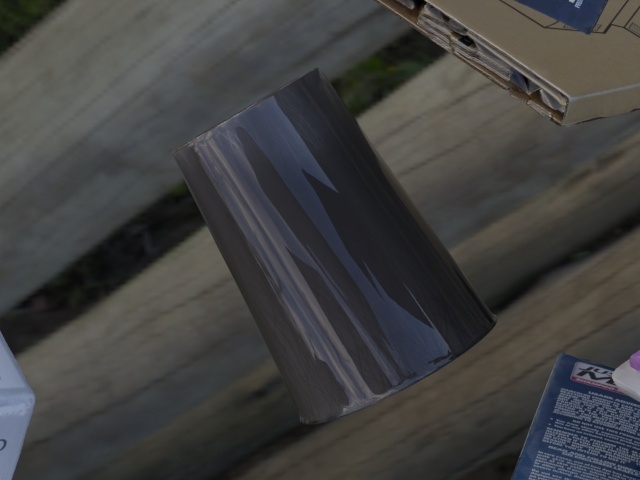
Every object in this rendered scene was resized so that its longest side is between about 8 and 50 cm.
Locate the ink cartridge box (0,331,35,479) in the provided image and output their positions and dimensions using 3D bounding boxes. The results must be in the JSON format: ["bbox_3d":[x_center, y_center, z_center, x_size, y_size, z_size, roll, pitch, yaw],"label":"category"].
[{"bbox_3d":[-0.231,0.071,0.814,0.296,0.066,0.261,53,132,41],"label":"ink cartridge box"}]

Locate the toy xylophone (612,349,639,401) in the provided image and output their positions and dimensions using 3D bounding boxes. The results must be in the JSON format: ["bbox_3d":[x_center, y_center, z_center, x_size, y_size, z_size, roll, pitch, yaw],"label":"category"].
[{"bbox_3d":[0.299,0.167,1.046,0.081,0.236,0.323,9,118,66],"label":"toy xylophone"}]

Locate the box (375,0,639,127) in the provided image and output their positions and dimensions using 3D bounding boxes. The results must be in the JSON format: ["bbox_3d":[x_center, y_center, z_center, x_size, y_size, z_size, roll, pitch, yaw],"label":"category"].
[{"bbox_3d":[0.147,-0.121,1.039,0.164,0.201,0.021,39,131,39],"label":"box"}]

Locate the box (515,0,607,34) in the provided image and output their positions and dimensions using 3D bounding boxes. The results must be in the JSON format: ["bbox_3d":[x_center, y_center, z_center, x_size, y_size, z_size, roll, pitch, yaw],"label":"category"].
[{"bbox_3d":[0.095,-0.174,0.639,0.077,0.180,0.147,25,120,1],"label":"box"}]

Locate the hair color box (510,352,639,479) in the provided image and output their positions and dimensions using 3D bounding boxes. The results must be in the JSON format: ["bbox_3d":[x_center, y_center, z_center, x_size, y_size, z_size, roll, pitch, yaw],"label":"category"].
[{"bbox_3d":[0.151,0.210,1.163,0.105,0.347,0.174,16,107,10],"label":"hair color box"}]

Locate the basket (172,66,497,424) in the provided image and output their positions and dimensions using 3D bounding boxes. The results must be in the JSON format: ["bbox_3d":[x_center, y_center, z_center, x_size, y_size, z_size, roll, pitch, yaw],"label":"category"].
[{"bbox_3d":[0.000,0.000,1.432,0.227,0.154,0.204,59,154,-4],"label":"basket"}]
